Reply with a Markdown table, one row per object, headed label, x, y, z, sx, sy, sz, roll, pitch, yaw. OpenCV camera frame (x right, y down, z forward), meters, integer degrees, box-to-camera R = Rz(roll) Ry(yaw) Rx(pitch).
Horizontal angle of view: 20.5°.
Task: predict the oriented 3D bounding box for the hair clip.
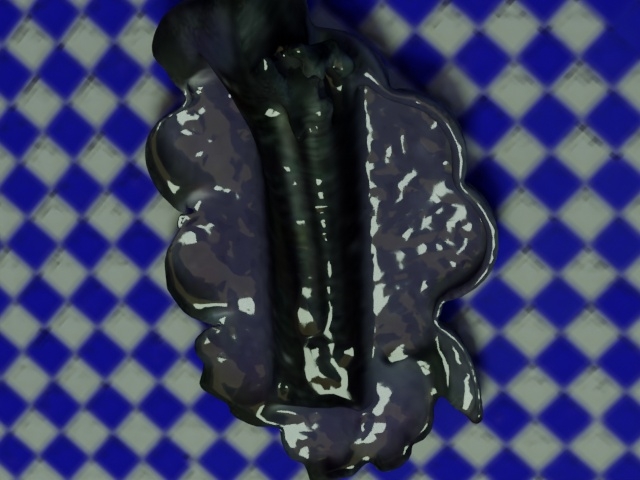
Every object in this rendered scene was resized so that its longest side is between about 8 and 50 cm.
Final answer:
| label | x | y | z | sx | sy | sz | roll | pitch | yaw |
| --- | --- | --- | --- | --- | --- | --- | --- | --- | --- |
| hair clip | -0.001 | 0.001 | 0.614 | 0.124 | 0.052 | 0.195 | 0 | 114 | 22 |
